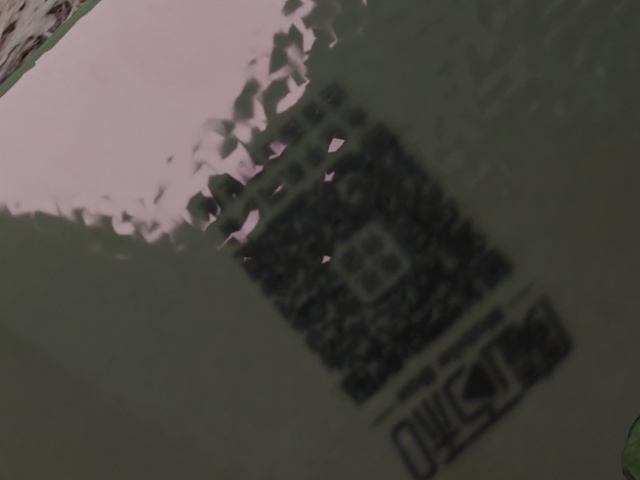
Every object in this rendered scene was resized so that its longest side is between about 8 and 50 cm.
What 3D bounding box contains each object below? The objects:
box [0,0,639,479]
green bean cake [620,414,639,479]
[{"bbox_3d":[0.037,0.022,0.567,0.367,0.090,0.373,-42,77,6],"label":"box"},{"bbox_3d":[0.201,0.060,0.387,0.183,0.094,0.185,-45,17,3],"label":"green bean cake"}]
